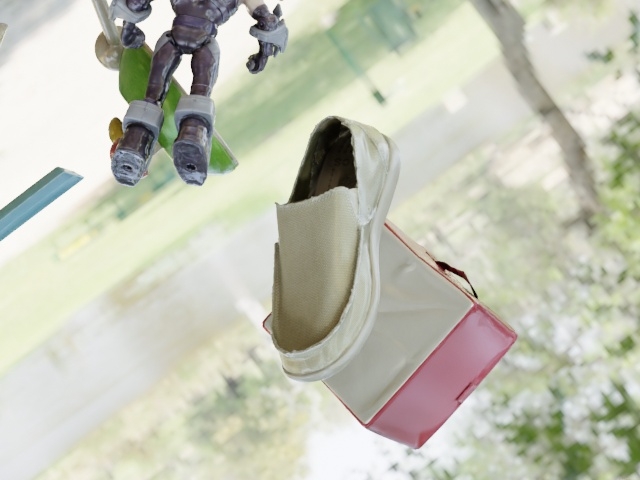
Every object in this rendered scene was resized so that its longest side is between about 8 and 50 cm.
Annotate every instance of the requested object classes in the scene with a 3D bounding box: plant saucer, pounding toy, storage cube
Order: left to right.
[{"bbox_3d":[-0.404,-0.037,2.120,0.192,0.018,0.067,-37,167,10],"label":"plant saucer"},{"bbox_3d":[-0.203,-0.142,1.751,0.110,0.237,0.183,-39,169,-3],"label":"pounding toy"},{"bbox_3d":[0.082,0.106,1.830,0.215,0.183,0.193,-48,155,3],"label":"storage cube"}]

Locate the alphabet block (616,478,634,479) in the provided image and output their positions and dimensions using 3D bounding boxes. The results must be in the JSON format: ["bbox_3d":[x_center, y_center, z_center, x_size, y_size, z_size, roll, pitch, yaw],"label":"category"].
[{"bbox_3d":[0.220,0.354,1.372,0.193,0.192,0.197,-24,-166,24],"label":"alphabet block"}]

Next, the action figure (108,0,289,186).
[{"bbox_3d":[-0.135,-0.194,1.618,0.099,0.185,0.285,80,20,-62],"label":"action figure"}]

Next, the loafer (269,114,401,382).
[{"bbox_3d":[0.000,0.000,1.435,0.102,0.092,0.269,-13,-129,34],"label":"loafer"}]

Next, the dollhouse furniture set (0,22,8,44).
[{"bbox_3d":[-0.378,-0.142,1.386,0.123,0.151,0.144,-61,-170,27],"label":"dollhouse furniture set"}]
